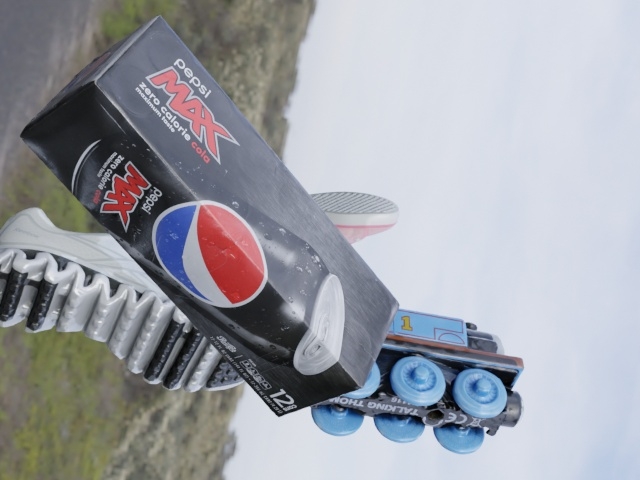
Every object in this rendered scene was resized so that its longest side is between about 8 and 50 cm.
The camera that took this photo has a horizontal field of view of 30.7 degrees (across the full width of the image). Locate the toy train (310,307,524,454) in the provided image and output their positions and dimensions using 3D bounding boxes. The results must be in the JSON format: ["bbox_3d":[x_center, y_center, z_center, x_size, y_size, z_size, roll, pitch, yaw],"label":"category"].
[{"bbox_3d":[0.067,0.098,0.898,0.080,0.184,0.105,108,-12,-47],"label":"toy train"}]

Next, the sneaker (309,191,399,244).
[{"bbox_3d":[0.000,0.000,0.967,0.051,0.134,0.070,-78,164,-66],"label":"sneaker"}]

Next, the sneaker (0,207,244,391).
[{"bbox_3d":[-0.191,0.056,1.154,0.110,0.292,0.118,-53,-161,35],"label":"sneaker"}]

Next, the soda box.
[{"bbox_3d":[-0.042,-0.006,0.491,0.053,0.169,0.060,-26,-157,38],"label":"soda box"}]
